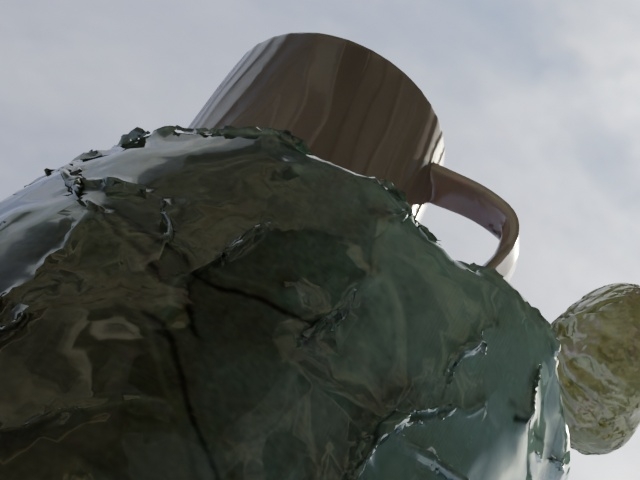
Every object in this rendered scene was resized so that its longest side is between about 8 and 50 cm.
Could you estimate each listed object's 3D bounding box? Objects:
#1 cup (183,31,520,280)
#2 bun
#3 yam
[{"bbox_3d":[-0.009,-0.014,1.305,0.288,0.208,0.273,-7,-142,35],"label":"cup"},{"bbox_3d":[0.167,0.071,1.001,0.069,0.115,0.115,28,-142,-9],"label":"bun"},{"bbox_3d":[-0.089,0.117,0.518,0.241,0.241,0.348,34,-142,12],"label":"yam"}]
